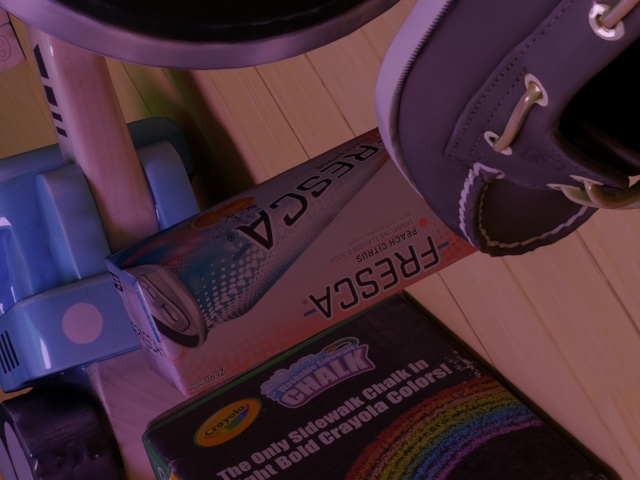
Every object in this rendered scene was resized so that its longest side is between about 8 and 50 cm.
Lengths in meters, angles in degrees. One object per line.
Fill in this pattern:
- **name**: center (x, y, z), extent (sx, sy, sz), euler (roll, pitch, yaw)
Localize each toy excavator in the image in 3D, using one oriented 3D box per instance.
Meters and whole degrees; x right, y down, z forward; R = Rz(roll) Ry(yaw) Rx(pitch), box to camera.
- **toy excavator**: center (-0.153, -0.036, 1.330), extent (0.433, 0.222, 0.445), euler (151, 100, -73)

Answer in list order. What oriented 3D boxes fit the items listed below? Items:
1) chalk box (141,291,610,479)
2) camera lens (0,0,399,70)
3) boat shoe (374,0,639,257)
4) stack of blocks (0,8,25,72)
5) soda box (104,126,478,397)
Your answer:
- **chalk box**: center (0.028, 0.166, 1.092), extent (0.289, 0.180, 0.179), euler (42, 155, 54)
- **camera lens**: center (-0.065, -0.180, 0.696), extent (0.219, 0.219, 0.274), euler (67, 169, -16)
- **boat shoe**: center (0.092, -0.061, 0.626), extent (0.091, 0.109, 0.305), euler (62, 162, 20)
- **stack of blocks**: center (-0.373, -0.285, 1.790), extent (0.171, 0.087, 0.297), euler (39, 152, 55)
- **soda box**: center (0.000, 0.000, 0.884), extent (0.058, 0.183, 0.063), euler (22, 137, 67)
